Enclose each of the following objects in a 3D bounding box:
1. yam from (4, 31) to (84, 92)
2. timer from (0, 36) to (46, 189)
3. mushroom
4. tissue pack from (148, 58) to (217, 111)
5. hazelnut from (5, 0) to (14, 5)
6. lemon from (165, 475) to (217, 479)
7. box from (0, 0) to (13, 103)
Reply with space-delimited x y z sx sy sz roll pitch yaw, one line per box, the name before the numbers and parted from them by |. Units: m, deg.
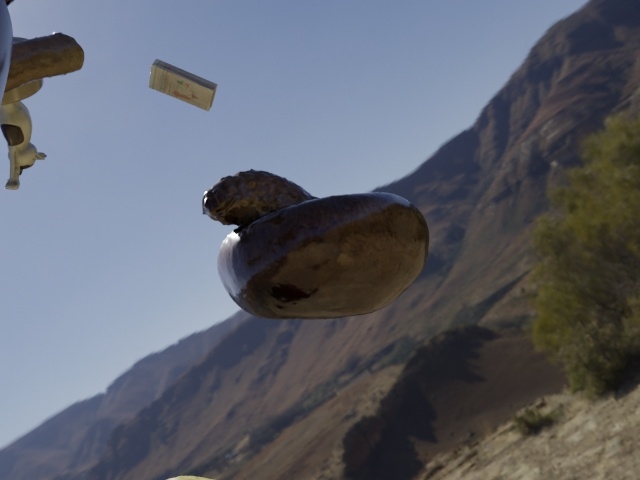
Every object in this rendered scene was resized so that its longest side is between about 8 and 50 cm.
yam | -0.567 -0.275 1.217 0.356 0.081 0.081 -28 -7 -39
timer | -0.617 -0.249 1.461 0.175 0.175 0.266 -31 -44 -35
mushroom | 0.003 0.025 1.101 0.344 0.239 0.345 6 13 -1
tissue pack | -0.225 -0.253 1.199 0.056 0.108 0.023 121 170 -53
hazelnut | -0.509 -0.419 1.072 0.178 0.178 0.204 -31 -26 -38
lemon | -0.169 0.452 1.003 0.245 0.319 0.245 -58 17 29
box | -0.420 -0.140 0.639 0.301 0.301 0.216 -38 31 37
